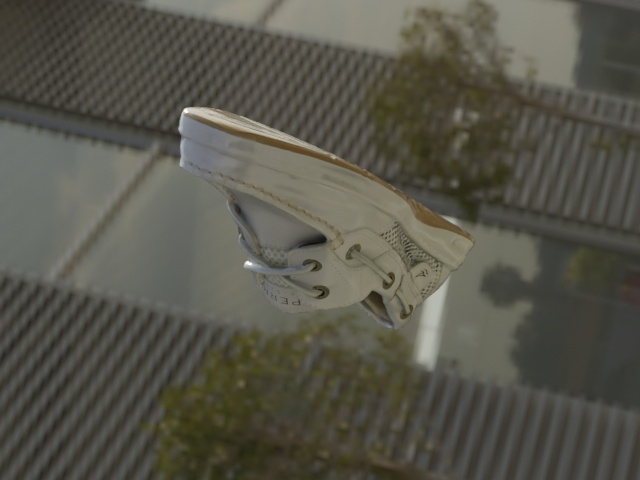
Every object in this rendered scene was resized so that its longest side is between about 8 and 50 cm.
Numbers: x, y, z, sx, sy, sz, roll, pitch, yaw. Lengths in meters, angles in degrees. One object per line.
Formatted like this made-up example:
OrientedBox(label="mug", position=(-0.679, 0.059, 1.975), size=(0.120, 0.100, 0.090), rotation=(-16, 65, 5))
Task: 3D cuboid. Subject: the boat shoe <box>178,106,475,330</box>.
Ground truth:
OrientedBox(label="boat shoe", position=(0.000, 0.000, 1.048), size=(0.277, 0.098, 0.096), rotation=(26, -89, -54))
